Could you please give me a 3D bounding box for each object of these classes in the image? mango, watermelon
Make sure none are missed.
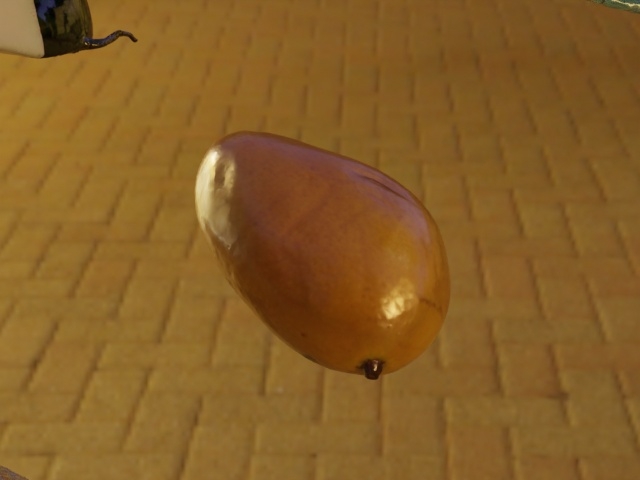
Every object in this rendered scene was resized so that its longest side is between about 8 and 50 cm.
[{"bbox_3d":[0.000,0.000,1.049,0.147,0.109,0.227,-32,61,-20],"label":"mango"},{"bbox_3d":[-0.334,-0.257,1.527,0.232,0.127,0.204,10,14,20],"label":"watermelon"}]

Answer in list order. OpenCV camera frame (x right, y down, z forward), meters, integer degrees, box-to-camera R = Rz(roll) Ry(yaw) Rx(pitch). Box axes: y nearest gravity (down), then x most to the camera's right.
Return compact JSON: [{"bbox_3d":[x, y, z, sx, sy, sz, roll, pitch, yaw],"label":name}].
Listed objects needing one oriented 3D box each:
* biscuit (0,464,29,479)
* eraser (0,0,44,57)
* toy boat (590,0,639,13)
[{"bbox_3d":[-0.309,0.185,1.240,0.265,0.040,0.188,41,-14,-34],"label":"biscuit"},{"bbox_3d":[-0.416,-0.212,1.136,0.396,0.082,0.213,13,4,36],"label":"eraser"},{"bbox_3d":[0.245,-0.211,0.907,0.331,0.145,0.133,-2,8,-10],"label":"toy boat"}]
